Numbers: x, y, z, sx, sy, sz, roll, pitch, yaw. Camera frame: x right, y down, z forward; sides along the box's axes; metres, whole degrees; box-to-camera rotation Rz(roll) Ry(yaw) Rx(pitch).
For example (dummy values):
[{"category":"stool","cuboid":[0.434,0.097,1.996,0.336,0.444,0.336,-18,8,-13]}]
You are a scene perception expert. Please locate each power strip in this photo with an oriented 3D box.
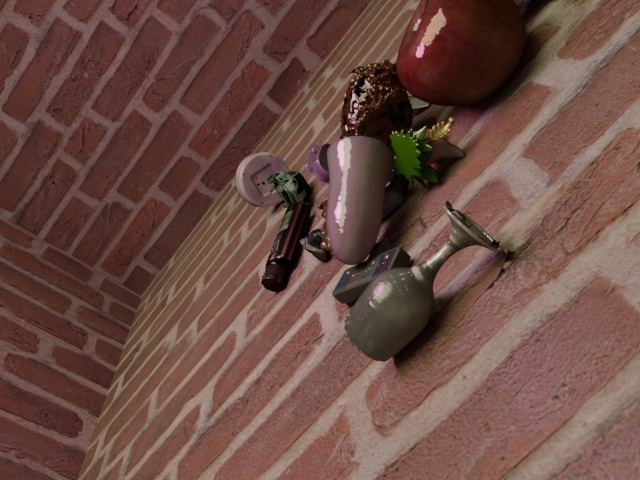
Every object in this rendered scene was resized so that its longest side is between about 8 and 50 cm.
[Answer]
[{"category":"power strip","cuboid":[0.129,0.066,1.302,0.216,0.061,0.145,-26,28,51]}]

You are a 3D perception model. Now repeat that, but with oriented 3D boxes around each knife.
[{"category":"knife","cuboid":[0.252,-0.415,1.713,0.231,0.028,0.059,-3,70,37]}]

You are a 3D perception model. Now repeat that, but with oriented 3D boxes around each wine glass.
[{"category":"wine glass","cuboid":[0.181,0.082,1.032,0.321,0.143,0.143,-48,21,17]}]

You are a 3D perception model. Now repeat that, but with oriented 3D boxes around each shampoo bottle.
[{"category":"shampoo bottle","cuboid":[-0.117,0.021,1.866,0.129,0.084,0.322,-36,28,47]}]

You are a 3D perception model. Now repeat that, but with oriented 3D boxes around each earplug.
[{"category":"earplug","cuboid":[0.082,-0.081,1.351,0.172,0.172,0.301,-28,46,51]}]

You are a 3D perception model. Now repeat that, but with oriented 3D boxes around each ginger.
[{"category":"ginger","cuboid":[0.054,-0.041,1.601,0.122,0.084,0.290,-7,35,3]}]

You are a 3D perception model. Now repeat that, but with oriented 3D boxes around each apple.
[{"category":"apple","cuboid":[0.348,-0.477,1.373,0.345,0.270,0.344,-158,90,-79]}]

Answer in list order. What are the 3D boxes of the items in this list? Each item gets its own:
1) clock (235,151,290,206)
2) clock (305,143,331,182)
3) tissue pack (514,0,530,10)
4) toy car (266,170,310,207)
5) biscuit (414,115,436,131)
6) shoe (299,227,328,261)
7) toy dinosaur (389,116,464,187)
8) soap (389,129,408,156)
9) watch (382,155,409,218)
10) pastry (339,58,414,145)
[{"category":"clock","cuboid":[-0.239,-0.254,2.354,0.230,0.230,0.083,-58,24,-9]},{"category":"clock","cuboid":[0.011,-0.292,2.027,0.050,0.110,0.152,-39,26,45]},{"category":"tissue pack","cuboid":[0.579,-0.805,1.451,0.375,0.195,0.389,-47,21,40]},{"category":"toy car","cuboid":[-0.103,-0.191,2.107,0.125,0.136,0.306,-35,20,-7]},{"category":"biscuit","cuboid":[0.288,-0.300,1.558,0.083,0.018,0.081,-40,26,36]},{"category":"shoe","cuboid":[0.000,0.000,1.667,0.099,0.071,0.169,-48,20,0]},{"category":"toy dinosaur","cuboid":[0.268,-0.215,1.376,0.177,0.152,0.194,-22,14,-30]},{"category":"soap","cuboid":[0.173,-0.290,1.718,0.232,0.073,0.140,-27,38,50]},{"category":"watch","cuboid":[0.165,-0.138,1.513,0.206,0.068,0.192,-44,24,32]},{"category":"pastry","cuboid":[0.158,-0.364,1.546,0.275,0.193,0.274,-172,90,-87]}]
